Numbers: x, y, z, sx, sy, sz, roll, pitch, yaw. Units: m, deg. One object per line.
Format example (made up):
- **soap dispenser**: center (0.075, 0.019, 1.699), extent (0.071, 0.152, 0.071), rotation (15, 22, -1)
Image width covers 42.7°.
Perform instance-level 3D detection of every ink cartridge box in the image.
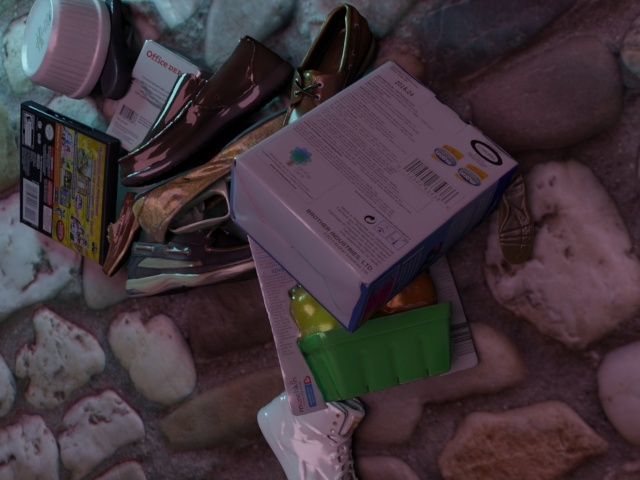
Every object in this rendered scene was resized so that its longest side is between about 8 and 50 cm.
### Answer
- **ink cartridge box**: center (-0.297, -0.256, 1.564), extent (0.153, 0.087, 0.208), rotation (34, 106, 23)
- **ink cartridge box**: center (0.100, -0.091, 1.224), extent (0.270, 0.395, 0.151), rotation (44, 152, 17)

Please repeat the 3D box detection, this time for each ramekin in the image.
- **ramekin**: center (-0.509, -0.391, 1.614), extent (0.207, 0.109, 0.207), rotation (-15, 71, 49)

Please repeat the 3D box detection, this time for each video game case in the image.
- **video game case**: center (-0.513, -0.115, 1.656), extent (0.248, 0.035, 0.274), rotation (24, 120, 24)

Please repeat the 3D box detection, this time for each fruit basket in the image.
- **fruit basket**: center (0.059, 0.071, 1.311), extent (0.165, 0.327, 0.353), rotation (130, 125, -64)

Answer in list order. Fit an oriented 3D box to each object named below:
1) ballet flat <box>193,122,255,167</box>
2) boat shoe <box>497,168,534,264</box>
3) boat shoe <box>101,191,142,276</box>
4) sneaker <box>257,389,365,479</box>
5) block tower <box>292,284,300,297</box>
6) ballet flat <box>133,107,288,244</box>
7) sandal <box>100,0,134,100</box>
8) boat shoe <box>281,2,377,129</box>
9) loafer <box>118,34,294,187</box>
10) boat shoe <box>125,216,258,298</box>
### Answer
- **ballet flat**: center (-0.173, -0.180, 1.537), extent (0.173, 0.049, 0.057), rotation (-14, 61, 20)
- **boat shoe**: center (0.307, -0.039, 1.299), extent (0.056, 0.048, 0.153), rotation (-8, 94, 11)
- **boat shoe**: center (-0.392, -0.014, 1.620), extent (0.060, 0.064, 0.178), rotation (27, 97, 1)
- **sneaker**: center (0.027, 0.365, 1.402), extent (0.169, 0.108, 0.292), rotation (-44, 71, 23)
- **block tower**: center (0.000, 0.000, 1.418), extent (0.091, 0.097, 0.335), rotation (-7, 86, 25)
- **ballet flat**: center (-0.162, -0.103, 1.445), extent (0.349, 0.123, 0.123), rotation (-30, 76, -1)
- **sandal**: center (-0.402, -0.379, 1.614), extent (0.097, 0.055, 0.254), rotation (-37, 54, 43)
- **boat shoe**: center (-0.007, -0.248, 1.355), extent (0.111, 0.104, 0.307), rotation (13, 74, 26)
- **loafer**: center (-0.221, -0.230, 1.457), extent (0.366, 0.134, 0.130), rotation (-38, 93, -5)
- **boat shoe**: center (-0.223, 0.022, 1.508), extent (0.356, 0.132, 0.130), rotation (-12, 86, 25)
